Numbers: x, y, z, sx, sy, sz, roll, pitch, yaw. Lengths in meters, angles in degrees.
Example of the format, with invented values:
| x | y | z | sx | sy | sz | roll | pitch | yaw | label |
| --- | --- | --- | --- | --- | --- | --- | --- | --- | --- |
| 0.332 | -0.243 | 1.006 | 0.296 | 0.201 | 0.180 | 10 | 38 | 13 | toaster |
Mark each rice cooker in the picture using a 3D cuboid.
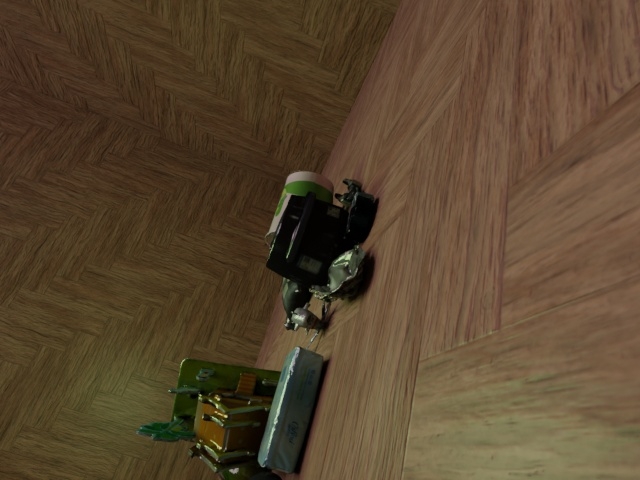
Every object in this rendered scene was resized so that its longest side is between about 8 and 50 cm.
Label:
| x | y | z | sx | sy | sz | roll | pitch | yaw | label |
| --- | --- | --- | --- | --- | --- | --- | --- | --- | --- |
| -0.023 | 0.001 | 1.261 | 0.267 | 0.224 | 0.268 | -160 | 90 | -86 | rice cooker |

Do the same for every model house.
| x | y | z | sx | sy | sz | roll | pitch | yaw | label |
| --- | --- | --- | --- | --- | --- | --- | --- | --- | --- |
| -0.285 | 0.459 | 1.154 | 0.313 | 0.356 | 0.243 | 86 | -166 | -78 | model house |

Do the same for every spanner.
| x | y | z | sx | sy | sz | roll | pitch | yaw | label |
| --- | --- | --- | --- | --- | --- | --- | --- | --- | --- |
| 0.099 | -0.165 | 1.500 | 0.096 | 0.040 | 0.325 | -62 | 11 | 6 | spanner |

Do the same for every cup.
| x | y | z | sx | sy | sz | roll | pitch | yaw | label |
| --- | --- | --- | --- | --- | --- | --- | --- | --- | --- |
| -0.057 | -0.094 | 1.605 | 0.253 | 0.252 | 0.274 | 124 | 159 | -65 | cup |

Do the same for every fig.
| x | y | z | sx | sy | sz | roll | pitch | yaw | label |
| --- | --- | --- | --- | --- | --- | --- | --- | --- | --- |
| -0.230 | 0.672 | 1.245 | 0.123 | 0.156 | 0.123 | -156 | 90 | -89 | fig |

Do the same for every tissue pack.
| x | y | z | sx | sy | sz | roll | pitch | yaw | label |
| --- | --- | --- | --- | --- | --- | --- | --- | --- | --- |
| -0.071 | 0.405 | 1.039 | 0.177 | 0.089 | 0.264 | 117 | 169 | -65 | tissue pack |

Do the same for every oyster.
| x | y | z | sx | sy | sz | roll | pitch | yaw | label |
| --- | --- | --- | --- | --- | --- | --- | --- | --- | --- |
| 0.041 | 0.097 | 1.029 | 0.252 | 0.087 | 0.199 | -55 | 5 | 39 | oyster |

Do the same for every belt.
| x | y | z | sx | sy | sz | roll | pitch | yaw | label |
| --- | --- | --- | --- | --- | --- | --- | --- | --- | --- |
| 0.103 | -0.061 | 1.132 | 0.105 | 0.058 | 0.140 | 111 | 173 | -76 | belt |

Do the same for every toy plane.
| x | y | z | sx | sy | sz | roll | pitch | yaw | label |
| --- | --- | --- | --- | --- | --- | --- | --- | --- | --- |
| -0.042 | 0.224 | 1.279 | 0.273 | 0.107 | 0.182 | -87 | 23 | -83 | toy plane |

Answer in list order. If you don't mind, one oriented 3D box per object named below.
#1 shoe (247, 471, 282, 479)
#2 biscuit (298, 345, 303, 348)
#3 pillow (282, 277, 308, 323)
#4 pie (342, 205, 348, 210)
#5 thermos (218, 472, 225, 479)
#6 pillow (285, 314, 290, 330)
| x | y | z | sx | sy | sz | roll | pitch | yaw | label |
| --- | --- | --- | --- | --- | --- | --- | --- | --- | --- |
| -0.133 | 0.569 | 0.964 | 0.093 | 0.107 | 0.241 | -81 | 9 | -45 | shoe |
| -0.099 | 0.438 | 1.395 | 0.215 | 0.034 | 0.182 | 121 | 167 | -61 | biscuit |
| -0.106 | 0.199 | 1.793 | 0.250 | 0.105 | 0.186 | -102 | 20 | -55 | pillow |
| 0.089 | -0.118 | 1.596 | 0.085 | 0.017 | 0.085 | -157 | 90 | -84 | pie |
| -0.293 | 0.820 | 1.631 | 0.330 | 0.136 | 0.110 | 117 | 143 | -46 | thermos |
| -0.105 | 0.275 | 1.886 | 0.093 | 0.051 | 0.241 | -51 | 16 | 44 | pillow |
